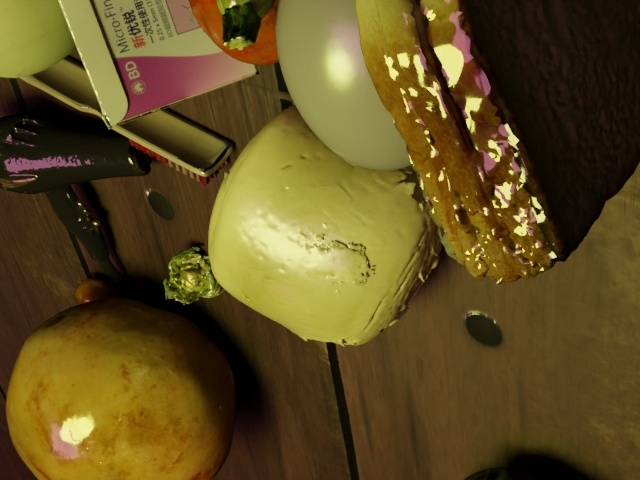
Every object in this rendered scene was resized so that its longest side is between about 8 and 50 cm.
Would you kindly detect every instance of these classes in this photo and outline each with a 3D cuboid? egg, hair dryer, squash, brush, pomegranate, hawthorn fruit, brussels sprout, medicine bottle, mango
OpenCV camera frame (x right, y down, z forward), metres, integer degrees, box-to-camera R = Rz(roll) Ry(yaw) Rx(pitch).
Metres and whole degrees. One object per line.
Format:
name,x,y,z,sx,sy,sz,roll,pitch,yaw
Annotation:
egg,-0.344,-0.283,1.144,0.219,0.219,0.269,52,178,-11
hair dryer,-0.318,-0.040,1.525,0.304,0.120,0.359,3,140,26
squash,-0.055,-0.280,0.898,0.066,0.066,0.252,1,85,45
brush,-0.248,-0.157,1.331,0.321,0.060,0.050,29,154,21
pomegranate,-0.286,0.230,1.585,0.338,0.338,0.338,27,142,23
hawthorn fruit,-0.064,-0.234,0.998,0.138,0.133,0.132,22,141,45
brussels sprout,-0.167,0.050,1.470,0.085,0.058,0.085,4,103,20
medicine bottle,-0.169,-0.232,1.080,0.052,0.171,0.201,-119,11,-55
egg,0.052,-0.162,0.912,0.176,0.176,0.231,26,145,25
mango,-0.350,0.108,1.709,0.080,0.060,0.114,11,138,43

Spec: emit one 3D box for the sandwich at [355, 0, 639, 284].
sandwich,0.153,-0.143,0.745,0.095,0.273,0.249,-1,124,46

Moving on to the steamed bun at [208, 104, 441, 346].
steamed bun,0.000,0.000,1.133,0.232,0.166,0.273,37,139,11

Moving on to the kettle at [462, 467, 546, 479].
kettle,0.270,0.412,1.295,0.324,0.228,0.321,49,177,2
